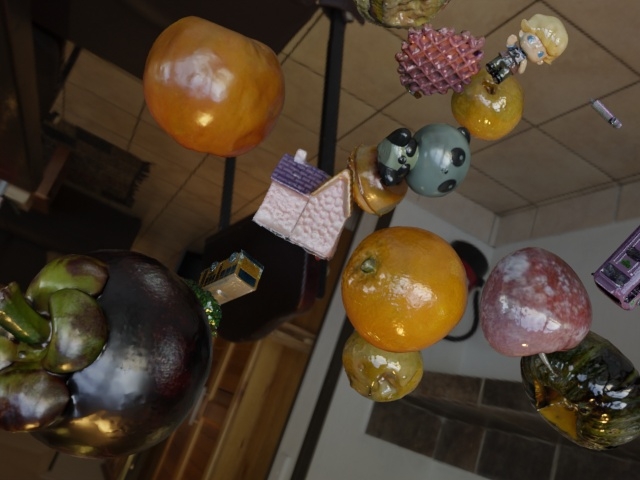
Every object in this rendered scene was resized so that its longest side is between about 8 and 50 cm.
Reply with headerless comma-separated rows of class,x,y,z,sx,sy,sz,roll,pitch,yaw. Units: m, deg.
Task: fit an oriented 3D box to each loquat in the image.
loquat,0.174,0.331,1.597,0.244,0.243,0.244,19,163,6
loquat,0.481,-0.394,1.636,0.208,0.208,0.208,19,163,6

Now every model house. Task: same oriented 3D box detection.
model house,-0.020,-0.108,1.513,0.237,0.237,0.202,28,-170,7

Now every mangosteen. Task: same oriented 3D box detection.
mangosteen,-0.300,0.164,0.780,0.297,0.296,0.313,20,-161,3

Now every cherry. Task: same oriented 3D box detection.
cherry,0.469,0.159,1.255,0.236,0.285,0.213,-12,175,-31

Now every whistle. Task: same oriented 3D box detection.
whistle,0.966,-0.431,1.927,0.177,0.033,0.033,27,162,-29

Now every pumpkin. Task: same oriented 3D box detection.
pumpkin,0.630,0.355,1.373,0.320,0.192,0.320,50,163,22

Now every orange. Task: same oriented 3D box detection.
orange,0.197,0.114,1.367,0.312,0.312,0.312,19,163,6

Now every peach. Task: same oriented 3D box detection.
peach,-0.258,-0.357,1.371,0.343,0.301,0.342,20,-163,-6

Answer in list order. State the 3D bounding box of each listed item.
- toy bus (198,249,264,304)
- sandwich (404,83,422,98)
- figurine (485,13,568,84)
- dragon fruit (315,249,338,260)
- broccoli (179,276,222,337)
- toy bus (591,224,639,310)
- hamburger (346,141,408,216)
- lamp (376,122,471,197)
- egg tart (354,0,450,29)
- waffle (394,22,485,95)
toy bus,-0.252,0.110,1.554,0.182,0.103,0.091,-24,128,36
sandwich,0.308,-0.505,1.905,0.026,0.101,0.069,-40,121,22
figurine,0.492,-0.458,1.363,0.114,0.196,0.108,59,179,10
dragon fruit,-0.003,0.002,1.928,0.063,0.131,0.097,-29,167,21
broccoli,-0.372,0.227,1.370,0.297,0.298,0.297,62,-177,28
toy bus,0.593,0.039,1.054,0.098,0.178,0.087,21,-158,-42
hamburger,0.162,-0.180,1.692,0.147,0.236,0.237,-20,140,38
lamp,0.272,-0.211,1.469,0.244,0.197,0.198,3,172,-27
egg tart,0.272,-0.769,1.759,0.352,0.149,0.352,-5,155,-2
waffle,0.301,-0.455,1.459,0.221,0.055,0.234,9,154,-2
